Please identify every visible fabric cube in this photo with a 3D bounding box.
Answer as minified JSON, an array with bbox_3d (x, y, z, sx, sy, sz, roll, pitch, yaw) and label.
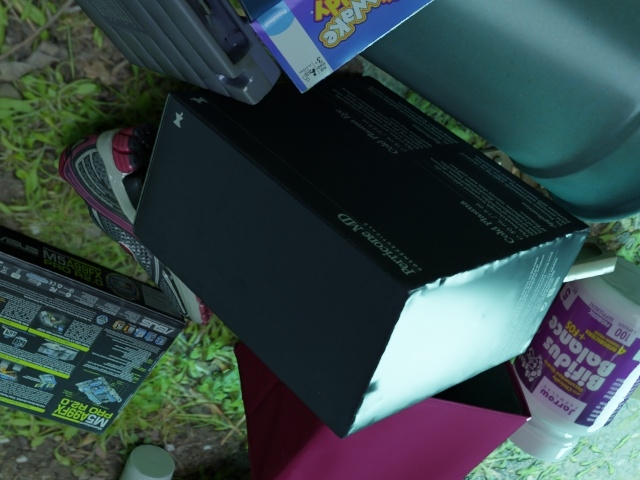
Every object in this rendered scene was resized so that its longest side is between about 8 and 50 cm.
[{"bbox_3d":[0.066,0.181,1.259,0.254,0.259,0.258,15,130,-28],"label":"fabric cube"}]

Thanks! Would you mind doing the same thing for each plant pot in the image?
[{"bbox_3d":[0.223,-0.238,1.008,0.334,0.341,0.341,23,115,-22],"label":"plant pot"}]

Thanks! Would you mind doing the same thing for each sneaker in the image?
[{"bbox_3d":[-0.196,-0.017,1.154,0.112,0.121,0.299,-5,133,21],"label":"sneaker"}]

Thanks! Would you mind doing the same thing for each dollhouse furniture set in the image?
[{"bbox_3d":[0.292,-0.039,1.266,0.144,0.151,0.123,-10,127,-14],"label":"dollhouse furniture set"}]

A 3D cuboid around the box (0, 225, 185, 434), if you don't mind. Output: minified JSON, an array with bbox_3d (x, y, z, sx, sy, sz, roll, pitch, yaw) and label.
[{"bbox_3d":[-0.341,0.121,1.223,0.270,0.060,0.216,25,114,-31],"label":"box"}]

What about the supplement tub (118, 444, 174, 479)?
[{"bbox_3d":[-0.261,0.359,1.415,0.071,0.071,0.107,11,119,-26],"label":"supplement tub"}]

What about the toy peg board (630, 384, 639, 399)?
[{"bbox_3d":[0.531,0.171,1.559,0.160,0.079,0.161,12,120,-8],"label":"toy peg board"}]

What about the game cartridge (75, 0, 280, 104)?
[{"bbox_3d":[-0.199,-0.276,0.867,0.068,0.230,0.355,-50,136,-11],"label":"game cartridge"}]

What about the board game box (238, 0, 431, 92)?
[{"bbox_3d":[0.014,-0.301,0.857,0.233,0.347,0.078,-34,129,8],"label":"board game box"}]

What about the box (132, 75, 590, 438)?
[{"bbox_3d":[0.038,-0.010,1.014,0.312,0.343,0.179,-13,134,-46],"label":"box"}]

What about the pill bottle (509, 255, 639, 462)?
[{"bbox_3d":[0.389,0.181,1.445,0.169,0.169,0.302,12,119,-26],"label":"pill bottle"}]
